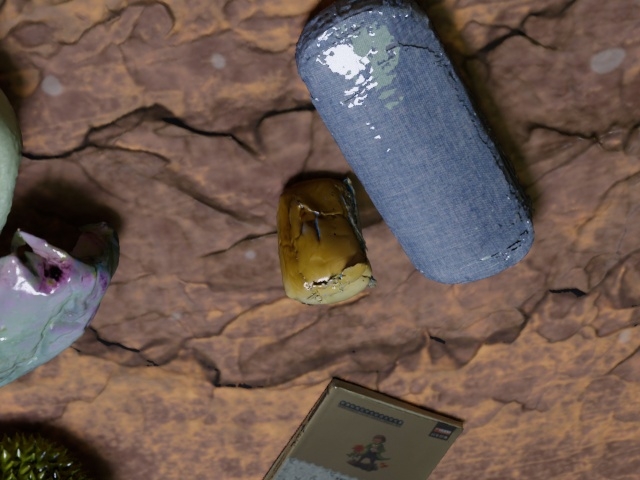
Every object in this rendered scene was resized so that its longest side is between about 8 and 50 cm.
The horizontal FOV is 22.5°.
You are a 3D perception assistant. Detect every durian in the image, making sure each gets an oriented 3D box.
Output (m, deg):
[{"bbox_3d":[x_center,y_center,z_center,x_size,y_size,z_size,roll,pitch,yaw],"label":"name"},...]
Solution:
[{"bbox_3d":[-0.274,0.255,1.432,0.159,0.146,0.198,-38,121,22],"label":"durian"}]

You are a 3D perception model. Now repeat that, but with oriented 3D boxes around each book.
[{"bbox_3d":[0.027,0.219,1.510,0.138,0.016,0.199,20,124,-19],"label":"book"}]

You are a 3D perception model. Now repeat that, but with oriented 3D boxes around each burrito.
[{"bbox_3d":[-0.261,0.069,1.298,0.229,0.144,0.089,-34,80,23],"label":"burrito"}]

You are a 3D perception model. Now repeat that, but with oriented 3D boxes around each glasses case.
[{"bbox_3d":[0.078,-0.073,1.254,0.109,0.067,0.282,-26,124,12],"label":"glasses case"}]

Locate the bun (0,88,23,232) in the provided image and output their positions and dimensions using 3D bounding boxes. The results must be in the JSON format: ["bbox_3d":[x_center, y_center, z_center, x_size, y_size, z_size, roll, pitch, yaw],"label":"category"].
[{"bbox_3d":[-0.327,-0.063,1.206,0.221,0.108,0.221,-1,120,-2],"label":"bun"}]

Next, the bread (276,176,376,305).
[{"bbox_3d":[0.000,0.000,1.277,0.072,0.106,0.053,-14,142,6],"label":"bread"}]
